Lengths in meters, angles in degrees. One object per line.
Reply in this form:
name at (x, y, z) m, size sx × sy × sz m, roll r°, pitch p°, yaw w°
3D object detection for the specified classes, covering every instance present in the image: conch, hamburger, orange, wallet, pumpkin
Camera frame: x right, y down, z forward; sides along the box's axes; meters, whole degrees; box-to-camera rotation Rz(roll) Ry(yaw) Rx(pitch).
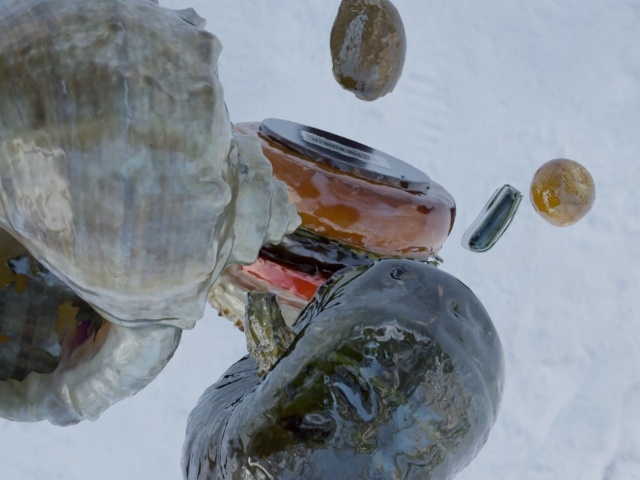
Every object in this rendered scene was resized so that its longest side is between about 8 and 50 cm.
conch at (-0.191, -0.033, 0.650) m, size 0.352 × 0.210 × 0.297 m, roll 19°, pitch 119°, yaw 7°
hamburger at (0.000, 0.000, 1.302) m, size 0.330 × 0.330 × 0.250 m, roll 20°, pitch 103°, yaw -3°
orange at (0.284, -0.057, 1.194) m, size 0.083 × 0.083 × 0.070 m, roll 42°, pitch 136°, yaw -11°
wallet at (0.247, -0.028, 1.458) m, size 0.039 × 0.155 × 0.110 m, roll 35°, pitch 94°, yaw 2°
pumpkin at (-0.009, 0.160, 0.881) m, size 0.242 × 0.232 × 0.325 m, roll 46°, pitch 118°, yaw -2°

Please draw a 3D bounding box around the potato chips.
potato chips at (0.090, -0.348, 1.801) m, size 0.150 × 0.049 × 0.201 m, roll 18°, pitch 80°, yaw -15°
